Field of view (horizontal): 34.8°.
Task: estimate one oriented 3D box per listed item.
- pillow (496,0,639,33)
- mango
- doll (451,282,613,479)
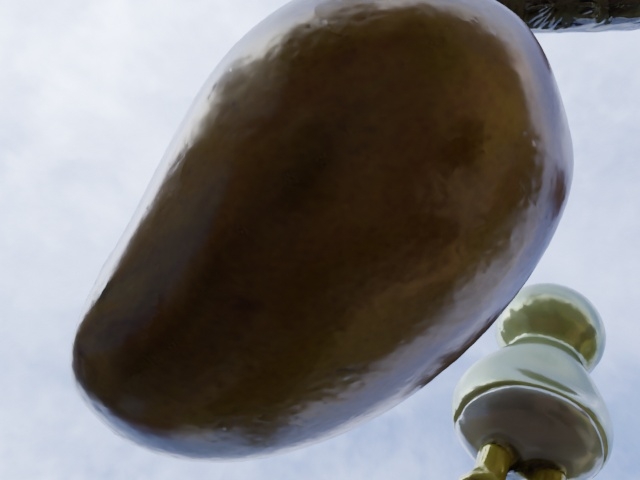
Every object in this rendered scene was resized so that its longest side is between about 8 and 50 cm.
[{"bbox_3d":[0.200,-0.189,0.808,0.241,0.093,0.051,0,-75,4],"label":"pillow"},{"bbox_3d":[0.000,0.000,0.680,0.378,0.221,0.264,-45,-49,5],"label":"mango"},{"bbox_3d":[0.198,0.133,0.926,0.141,0.296,0.117,18,-60,10],"label":"doll"}]
